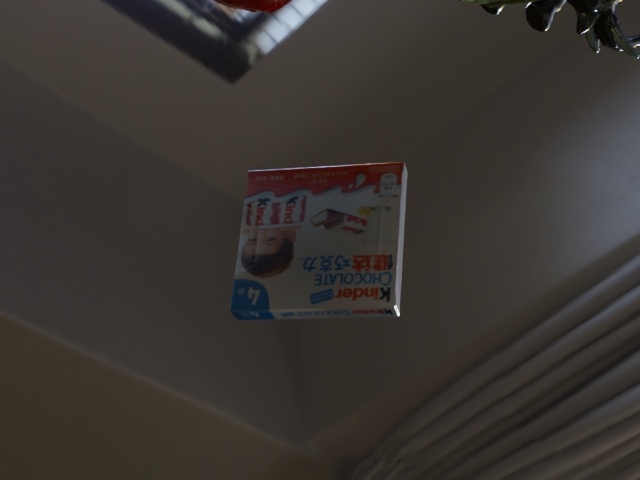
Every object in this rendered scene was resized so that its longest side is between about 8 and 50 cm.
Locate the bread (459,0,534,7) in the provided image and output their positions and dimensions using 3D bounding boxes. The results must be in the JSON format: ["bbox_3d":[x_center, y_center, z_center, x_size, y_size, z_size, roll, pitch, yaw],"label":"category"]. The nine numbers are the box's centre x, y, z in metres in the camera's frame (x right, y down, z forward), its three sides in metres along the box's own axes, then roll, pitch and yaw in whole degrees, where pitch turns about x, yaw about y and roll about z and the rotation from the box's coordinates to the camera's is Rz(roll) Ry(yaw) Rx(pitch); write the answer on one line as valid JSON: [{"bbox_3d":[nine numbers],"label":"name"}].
[{"bbox_3d":[0.094,-0.189,0.513,0.186,0.257,0.124,9,-86,-41],"label":"bread"}]

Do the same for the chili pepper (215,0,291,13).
[{"bbox_3d":[-0.064,-0.321,0.922,0.135,0.338,0.131,34,-106,8],"label":"chili pepper"}]

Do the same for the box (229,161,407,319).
[{"bbox_3d":[0.000,0.000,1.722,0.048,0.274,0.264,63,-152,-59],"label":"box"}]

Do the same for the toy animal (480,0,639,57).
[{"bbox_3d":[0.196,-0.224,0.849,0.082,0.137,0.269,33,159,49],"label":"toy animal"}]
